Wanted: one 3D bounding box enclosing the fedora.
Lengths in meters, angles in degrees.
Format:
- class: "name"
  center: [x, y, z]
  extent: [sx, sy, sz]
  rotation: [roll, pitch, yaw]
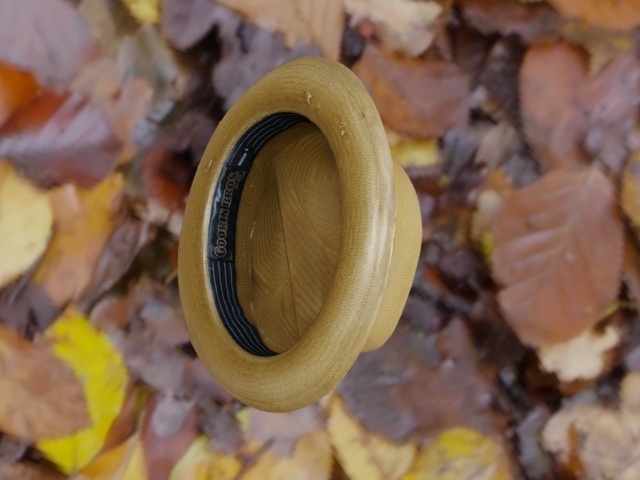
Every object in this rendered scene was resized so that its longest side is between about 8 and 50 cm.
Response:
- class: "fedora"
  center: [0.000, 0.000, 0.935]
  extent: [0.079, 0.194, 0.194]
  rotation: [12, 68, -38]
